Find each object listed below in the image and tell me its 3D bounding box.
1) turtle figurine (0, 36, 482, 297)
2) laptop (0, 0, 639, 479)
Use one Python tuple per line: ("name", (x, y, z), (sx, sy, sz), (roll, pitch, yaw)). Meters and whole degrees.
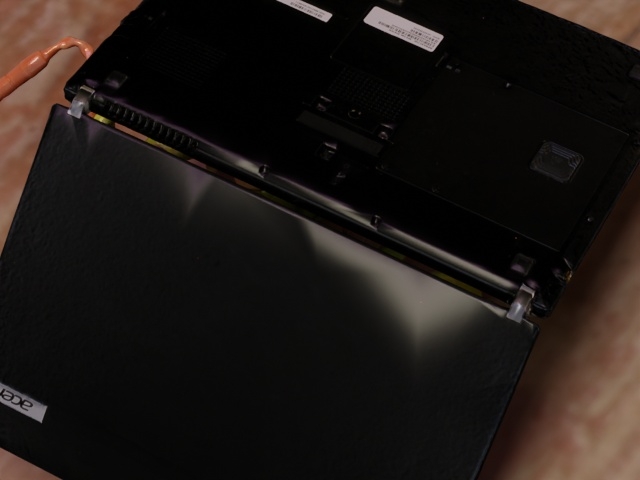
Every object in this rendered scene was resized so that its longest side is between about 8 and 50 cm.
("turtle figurine", (-0.028, -0.033, 0.929), (0.269, 0.087, 0.217), (-19, 63, -13))
("laptop", (0.000, 0.000, 0.858), (0.234, 0.136, 0.264), (25, 51, 13))
